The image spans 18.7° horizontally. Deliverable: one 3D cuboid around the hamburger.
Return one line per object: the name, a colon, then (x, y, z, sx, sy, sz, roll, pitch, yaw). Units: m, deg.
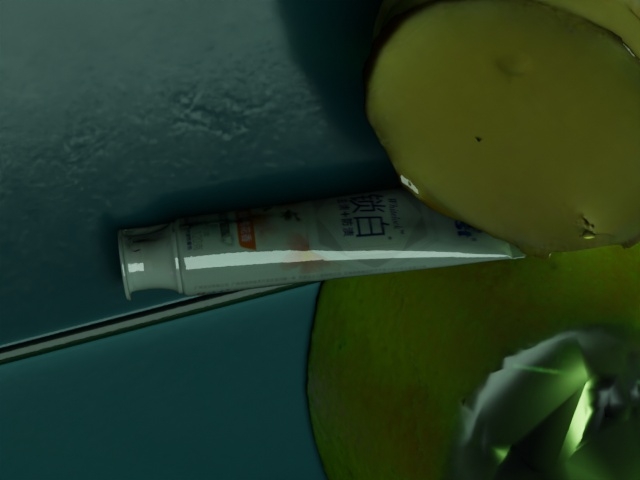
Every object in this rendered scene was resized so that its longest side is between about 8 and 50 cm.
hamburger: (0.189, -0.147, 1.522, 0.276, 0.237, 0.276, 14, 134, 15)

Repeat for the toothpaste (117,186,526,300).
toothpaste: (0.000, 0.000, 1.577, 0.323, 0.100, 0.066, -7, 134, -3)

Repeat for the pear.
pear: (0.187, 0.135, 1.650, 0.399, 0.165, 0.399, -5, 108, -15)
